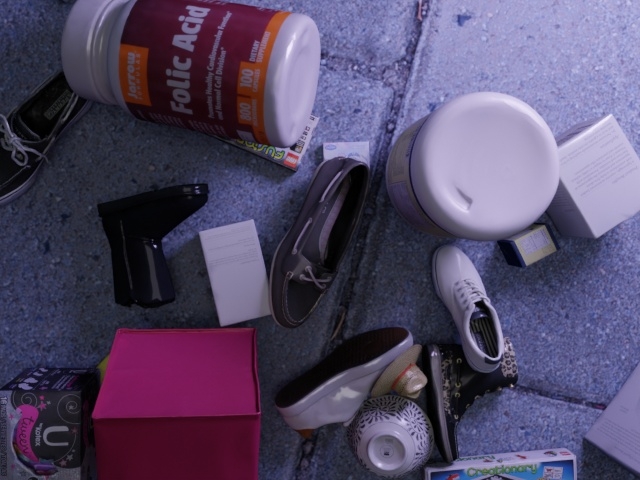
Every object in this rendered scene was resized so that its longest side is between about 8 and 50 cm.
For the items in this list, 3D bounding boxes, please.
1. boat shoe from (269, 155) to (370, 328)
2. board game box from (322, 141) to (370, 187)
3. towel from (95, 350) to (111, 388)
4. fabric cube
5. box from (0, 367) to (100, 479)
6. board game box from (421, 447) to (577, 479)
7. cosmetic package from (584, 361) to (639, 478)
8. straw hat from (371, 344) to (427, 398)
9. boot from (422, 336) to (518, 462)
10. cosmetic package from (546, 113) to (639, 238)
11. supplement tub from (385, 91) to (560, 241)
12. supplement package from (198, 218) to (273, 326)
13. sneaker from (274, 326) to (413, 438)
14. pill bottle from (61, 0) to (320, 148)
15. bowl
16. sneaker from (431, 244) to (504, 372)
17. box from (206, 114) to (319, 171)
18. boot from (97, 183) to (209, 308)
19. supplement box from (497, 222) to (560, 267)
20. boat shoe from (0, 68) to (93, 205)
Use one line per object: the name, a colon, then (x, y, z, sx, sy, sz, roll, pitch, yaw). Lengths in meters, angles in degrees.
boat shoe: (0.000, 0.000, 1.239, 0.112, 0.096, 0.334, 26, 77, -33)
board game box: (0.050, -0.146, 1.334, 0.090, 0.020, 0.089, -2, 94, -5)
towel: (-0.423, 0.312, 1.312, 0.102, 0.021, 0.237, 42, 88, -9)
fabric cube: (-0.232, 0.321, 1.170, 0.254, 0.259, 0.258, 0, 114, -6)
box: (-0.473, 0.364, 1.215, 0.142, 0.163, 0.247, 0, 94, -6)
board game box: (0.357, 0.527, 1.369, 0.306, 0.053, 0.192, -3, 93, -5)
cosmetic package: (0.665, 0.359, 1.304, 0.138, 0.224, 0.224, 39, 89, -5)
straw hat: (0.166, 0.265, 1.292, 0.061, 0.144, 0.144, 42, 88, 25)
boot: (0.300, 0.307, 1.341, 0.179, 0.085, 0.236, -8, 92, -7)
cosmetic package: (0.507, -0.117, 1.309, 0.151, 0.151, 0.183, -32, 94, -3)
supplement tub: (0.244, -0.119, 1.199, 0.236, 0.325, 0.235, 0, 92, -5)
supplement package: (-0.155, 0.058, 1.281, 0.105, 0.105, 0.179, -13, 93, -6)
sneaker: (0.061, 0.275, 1.324, 0.290, 0.106, 0.123, -30, 114, -2)
pill bottle: (-0.216, -0.300, 1.170, 0.393, 0.224, 0.223, 13, 91, 11)
bowl: (0.131, 0.389, 1.311, 0.170, 0.080, 0.170, 1, 97, 9)
sneaker: (0.288, 0.118, 1.299, 0.094, 0.091, 0.258, -16, 72, -13)
box: (-0.119, -0.221, 1.309, 0.207, 0.036, 0.114, 23, 90, -5)
boot: (-0.288, 0.013, 1.245, 0.247, 0.094, 0.207, -11, 93, 25)
supplement box: (0.404, 0.008, 1.339, 0.083, 0.083, 0.056, -27, 95, -3)
boat shoe: (-0.530, -0.186, 1.239, 0.306, 0.105, 0.113, -44, 95, -2)
